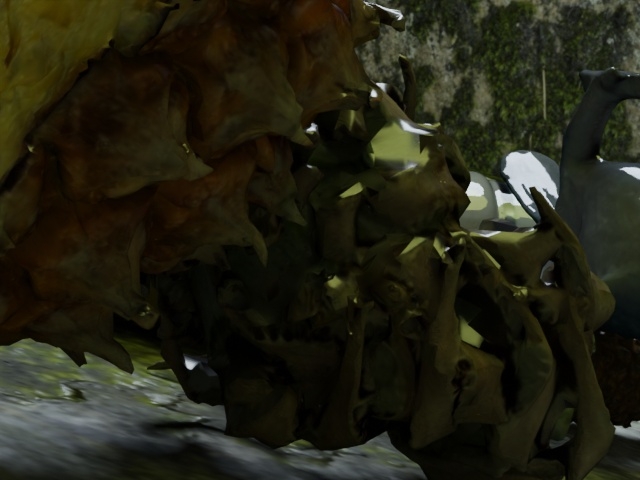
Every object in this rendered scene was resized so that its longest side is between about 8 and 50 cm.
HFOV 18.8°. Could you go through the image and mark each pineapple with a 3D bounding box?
[{"bbox_3d":[0.157,0.075,0.911,0.124,0.058,0.058,24,0,-32],"label":"pineapple"},{"bbox_3d":[-0.017,-0.007,0.620,0.271,0.262,0.262,39,-9,-34],"label":"pineapple"}]

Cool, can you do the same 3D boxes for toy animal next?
[{"bbox_3d":[0.125,0.012,0.842,0.239,0.176,0.255,10,1,-13],"label":"toy animal"}]

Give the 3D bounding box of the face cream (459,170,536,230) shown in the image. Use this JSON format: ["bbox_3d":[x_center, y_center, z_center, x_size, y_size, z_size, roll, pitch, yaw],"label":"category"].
[{"bbox_3d":[0.000,0.000,1.082,0.314,0.089,0.143,4,7,-8],"label":"face cream"}]

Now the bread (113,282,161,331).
[{"bbox_3d":[-0.082,-0.010,0.887,0.233,0.088,0.160,22,13,30],"label":"bread"}]
